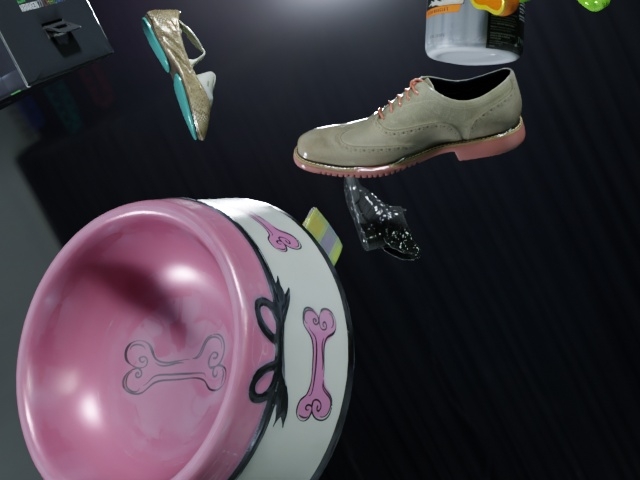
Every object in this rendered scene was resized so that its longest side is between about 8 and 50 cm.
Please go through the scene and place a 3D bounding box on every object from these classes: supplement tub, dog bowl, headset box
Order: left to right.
[{"bbox_3d":[-0.442,-0.234,1.426,0.283,0.131,0.246,-22,12,20],"label":"headset box"},{"bbox_3d":[-0.170,0.134,1.208,0.408,0.408,0.150,-20,-23,30],"label":"dog bowl"},{"bbox_3d":[0.306,-0.512,2.136,0.193,0.316,0.193,3,-1,0],"label":"supplement tub"}]

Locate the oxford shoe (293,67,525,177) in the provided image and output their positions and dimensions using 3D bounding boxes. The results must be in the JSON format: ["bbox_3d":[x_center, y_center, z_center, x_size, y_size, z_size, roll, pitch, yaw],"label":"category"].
[{"bbox_3d":[0.126,-0.183,1.614,0.348,0.130,0.123,-12,35,-3],"label":"oxford shoe"}]

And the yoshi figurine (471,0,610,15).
[{"bbox_3d":[0.443,-0.504,1.920,0.362,0.203,0.204,-17,-29,-27],"label":"yoshi figurine"}]

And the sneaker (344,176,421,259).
[{"bbox_3d":[0.101,-0.041,1.812,0.089,0.170,0.051,-12,-25,-10],"label":"sneaker"}]

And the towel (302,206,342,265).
[{"bbox_3d":[0.000,0.000,1.518,0.009,0.083,0.060,-6,45,39],"label":"towel"}]

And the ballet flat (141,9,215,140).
[{"bbox_3d":[-0.190,-0.246,1.578,0.067,0.206,0.073,-22,-4,-15],"label":"ballet flat"}]
